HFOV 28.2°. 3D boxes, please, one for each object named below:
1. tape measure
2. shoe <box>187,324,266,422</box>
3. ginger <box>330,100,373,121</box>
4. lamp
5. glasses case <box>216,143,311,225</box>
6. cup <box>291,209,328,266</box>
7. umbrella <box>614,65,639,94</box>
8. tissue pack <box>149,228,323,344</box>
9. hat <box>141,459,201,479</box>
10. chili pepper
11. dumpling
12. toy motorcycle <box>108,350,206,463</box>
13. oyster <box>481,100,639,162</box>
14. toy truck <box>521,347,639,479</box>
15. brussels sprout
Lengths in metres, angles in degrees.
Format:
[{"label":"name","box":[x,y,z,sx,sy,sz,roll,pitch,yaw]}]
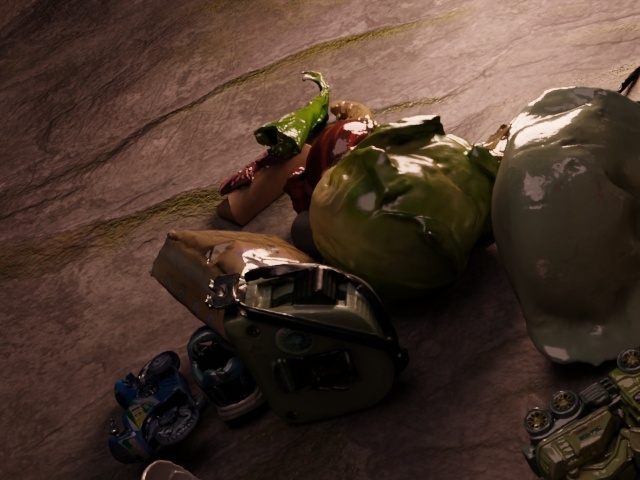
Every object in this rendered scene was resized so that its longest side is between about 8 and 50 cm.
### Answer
[{"label":"tape measure","box":[-0.006,0.124,1.636,0.207,0.235,0.115,-15,36,18]},{"label":"shoe","box":[-0.142,0.167,1.796,0.091,0.106,0.207,-29,27,-6]},{"label":"ginger","box":[0.063,-0.202,2.239,0.069,0.051,0.173,-18,28,2]},{"label":"lamp","box":[0.045,-0.127,2.037,0.223,0.151,0.215,11,38,40]},{"label":"glasses case","box":[-0.108,-0.116,2.210,0.193,0.070,0.102,-40,33,-21]},{"label":"cup","box":[0.000,0.000,1.974,0.077,0.078,0.100,6,75,48]},{"label":"umbrella","box":[0.483,-0.244,2.028,0.149,0.022,0.022,-39,-4,-35]},{"label":"tissue pack","box":[-0.095,0.059,1.833,0.215,0.123,0.256,6,17,-34]},{"label":"hat","box":[-0.187,0.372,1.496,0.126,0.203,0.203,-38,29,17]},{"label":"chili pepper","box":[-0.038,-0.215,2.232,0.085,0.076,0.359,22,24,3]},{"label":"dumpling","box":[0.333,-0.030,1.627,0.270,0.320,0.212,-15,12,-21]},{"label":"toy motorcycle","box":[-0.239,0.236,1.782,0.135,0.092,0.254,-37,24,0]},{"label":"oyster","box":[0.379,-0.090,1.809,0.361,0.096,0.221,-2,48,31]},{"label":"toy truck","box":[0.324,0.214,1.418,0.191,0.085,0.116,-32,42,-3]},{"label":"brussels sprout","box":[0.125,-0.045,1.801,0.294,0.227,0.259,3,37,25]}]
